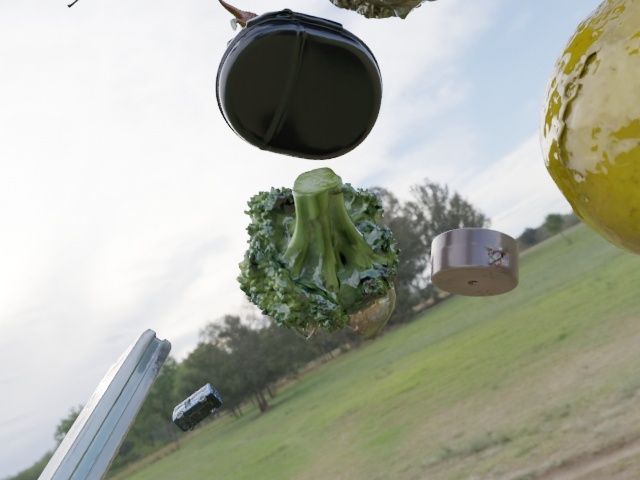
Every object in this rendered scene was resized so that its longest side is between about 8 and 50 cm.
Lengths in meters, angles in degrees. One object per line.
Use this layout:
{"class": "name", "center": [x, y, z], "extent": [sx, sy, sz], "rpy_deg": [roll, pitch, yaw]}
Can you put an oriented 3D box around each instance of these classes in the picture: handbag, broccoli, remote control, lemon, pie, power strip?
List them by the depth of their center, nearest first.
{"class": "lemon", "center": [0.330, -0.108, 0.506], "extent": [0.293, 0.293, 0.293], "rpy_deg": [-26, -11, -5]}
{"class": "remote control", "center": [-0.273, 0.236, 0.736], "extent": [0.103, 0.055, 0.277], "rpy_deg": [-43, 16, 30]}
{"class": "broccoli", "center": [-0.011, 0.012, 0.954], "extent": [0.235, 0.288, 0.260], "rpy_deg": [-25, -53, 22]}
{"class": "power strip", "center": [0.270, 0.039, 1.036], "extent": [0.154, 0.078, 0.154], "rpy_deg": [7, -24, 3]}
{"class": "handbag", "center": [-0.033, -0.270, 1.066], "extent": [0.308, 0.093, 0.253], "rpy_deg": [9, -66, -17]}
{"class": "pie", "center": [0.024, 0.114, 1.489], "extent": [0.337, 0.337, 0.075], "rpy_deg": [-32, 8, 25]}

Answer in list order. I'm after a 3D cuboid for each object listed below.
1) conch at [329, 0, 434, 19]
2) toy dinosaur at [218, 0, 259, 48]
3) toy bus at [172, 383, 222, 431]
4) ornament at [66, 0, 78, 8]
{"class": "conch", "center": [0.070, -0.349, 0.680], "extent": [0.163, 0.178, 0.245], "rpy_deg": [-41, 18, 52]}
{"class": "toy dinosaur", "center": [-0.177, -0.539, 1.502], "extent": [0.057, 0.212, 0.142], "rpy_deg": [13, 34, 41]}
{"class": "toy bus", "center": [-0.216, 0.292, 1.037], "extent": [0.083, 0.038, 0.046], "rpy_deg": [-36, 27, -3]}
{"class": "ornament", "center": [-0.489, -0.538, 1.218], "extent": [0.125, 0.073, 0.028], "rpy_deg": [-42, -11, -13]}
